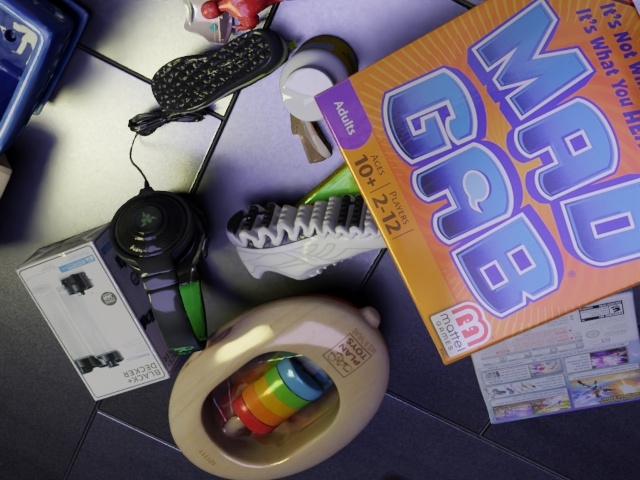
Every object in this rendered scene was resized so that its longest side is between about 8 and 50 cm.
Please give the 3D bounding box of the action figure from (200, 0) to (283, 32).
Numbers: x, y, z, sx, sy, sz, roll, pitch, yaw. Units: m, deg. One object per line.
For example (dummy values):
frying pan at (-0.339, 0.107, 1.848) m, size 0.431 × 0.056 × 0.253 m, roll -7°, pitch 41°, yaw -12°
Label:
action figure at (-0.044, -0.376, 1.180) m, size 0.281 × 0.139 × 0.091 m, roll -20°, pitch 108°, yaw -7°

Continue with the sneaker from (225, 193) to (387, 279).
sneaker at (0.000, 0.000, 1.283) m, size 0.292 × 0.110 × 0.118 m, roll -3°, pitch 121°, yaw 19°

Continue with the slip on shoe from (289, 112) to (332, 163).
slip on shoe at (-0.030, -0.183, 1.278) m, size 0.041 × 0.051 × 0.135 m, roll -26°, pitch 116°, yaw 15°

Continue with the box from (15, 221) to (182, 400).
box at (-0.389, 0.131, 1.448) m, size 0.169 × 0.087 × 0.289 m, roll -18°, pitch 111°, yaw 16°

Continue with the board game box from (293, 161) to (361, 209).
board game box at (0.050, -0.073, 1.317) m, size 0.181 × 0.043 × 0.092 m, roll -39°, pitch 103°, yaw 21°

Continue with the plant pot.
plant pot at (-0.498, -0.298, 1.202) m, size 0.236 × 0.212 × 0.236 m, roll 33°, pitch 114°, yaw -8°

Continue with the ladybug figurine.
ladybug figurine at (-0.066, 0.242, 1.411) m, size 0.449 × 0.162 × 0.305 m, roll -36°, pitch 105°, yaw 21°

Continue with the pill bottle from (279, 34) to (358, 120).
pill bottle at (-0.003, -0.234, 1.175) m, size 0.103 × 0.184 × 0.103 m, roll 3°, pitch 115°, yaw 7°

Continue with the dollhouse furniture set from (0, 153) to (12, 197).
dollhouse furniture set at (-0.726, -0.087, 1.237) m, size 0.394 × 0.362 × 0.256 m, roll 21°, pitch 100°, yaw -34°

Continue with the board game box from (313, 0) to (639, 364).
board game box at (0.266, -0.106, 1.050) m, size 0.357 × 0.356 × 0.356 m, roll -26°, pitch 89°, yaw 18°

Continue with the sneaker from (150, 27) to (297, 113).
sneaker at (-0.144, -0.253, 1.233) m, size 0.235 × 0.097 × 0.084 m, roll -15°, pitch 93°, yaw 20°

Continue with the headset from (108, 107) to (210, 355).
headset at (-0.226, -0.018, 1.293) m, size 0.185 × 0.243 × 0.393 m, roll -15°, pitch 88°, yaw -1°

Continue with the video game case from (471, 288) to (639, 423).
video game case at (0.392, 0.186, 1.351) m, size 0.270 × 0.061 × 0.244 m, roll -13°, pitch 123°, yaw 14°

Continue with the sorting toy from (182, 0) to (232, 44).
sorting toy at (-0.175, -0.346, 1.231) m, size 0.075 × 0.045 × 0.083 m, roll 7°, pitch 116°, yaw 13°
